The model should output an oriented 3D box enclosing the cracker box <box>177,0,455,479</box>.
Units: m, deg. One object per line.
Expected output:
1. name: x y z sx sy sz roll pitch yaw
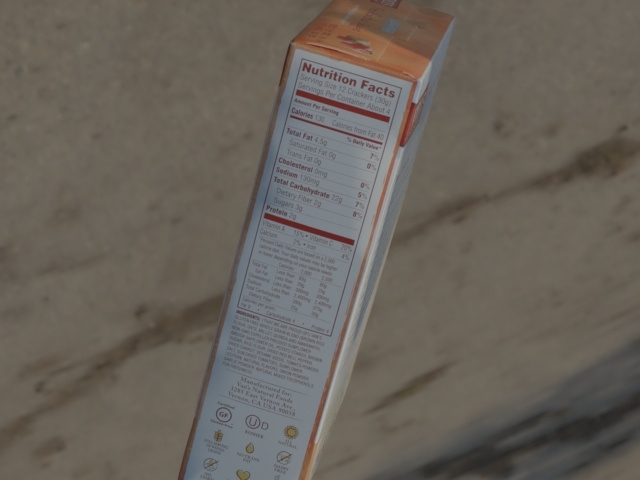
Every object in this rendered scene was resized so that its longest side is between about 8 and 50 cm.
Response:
1. cracker box: 0.000 0.000 0.838 0.156 0.067 0.232 -59 166 -70
